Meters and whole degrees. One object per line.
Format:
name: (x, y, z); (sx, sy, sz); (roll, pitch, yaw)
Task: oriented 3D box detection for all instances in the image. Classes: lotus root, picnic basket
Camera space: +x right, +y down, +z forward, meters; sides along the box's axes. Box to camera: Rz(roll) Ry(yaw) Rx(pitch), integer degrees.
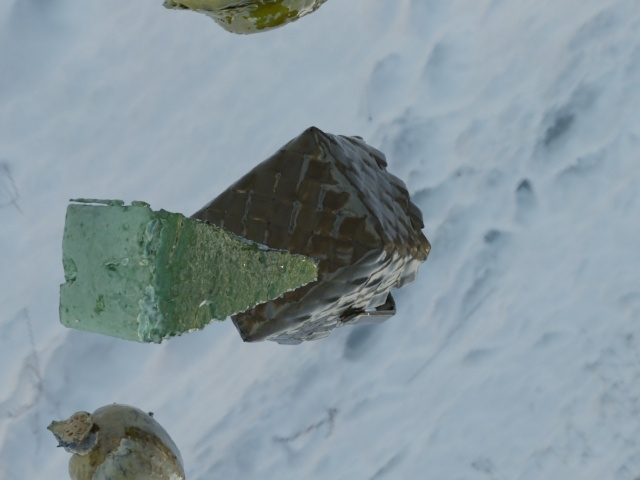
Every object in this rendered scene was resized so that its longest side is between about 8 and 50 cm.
lotus root: (-0.282, 0.330, 1.612); (0.257, 0.140, 0.154); (49, 41, -42)
picnic basket: (0.000, 0.000, 1.533); (0.291, 0.254, 0.321); (-33, 165, 16)

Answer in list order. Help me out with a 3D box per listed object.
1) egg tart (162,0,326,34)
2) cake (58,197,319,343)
egg tart: (-0.068, -0.347, 1.392); (0.295, 0.295, 0.116); (-33, 126, -20)
cake: (-0.097, 0.038, 0.871); (0.235, 0.100, 0.099); (19, 79, -58)
